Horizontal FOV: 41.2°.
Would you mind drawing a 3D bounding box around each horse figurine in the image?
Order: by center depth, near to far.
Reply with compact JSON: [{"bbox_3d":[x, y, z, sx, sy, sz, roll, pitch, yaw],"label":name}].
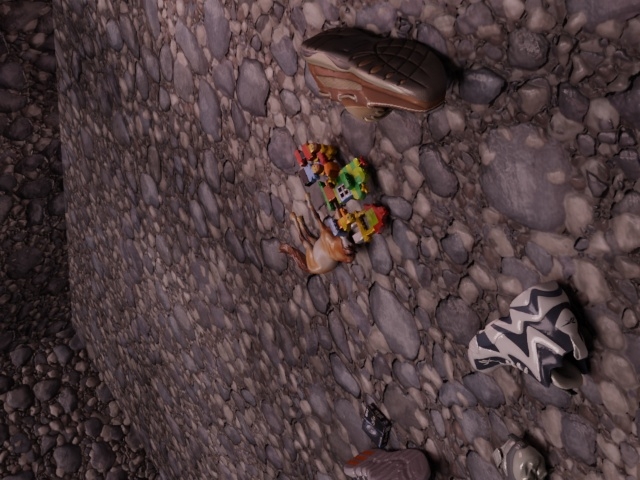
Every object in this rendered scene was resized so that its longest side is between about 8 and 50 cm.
[{"bbox_3d":[0.000,0.000,1.713,0.174,0.066,0.263,66,149,15],"label":"horse figurine"}]

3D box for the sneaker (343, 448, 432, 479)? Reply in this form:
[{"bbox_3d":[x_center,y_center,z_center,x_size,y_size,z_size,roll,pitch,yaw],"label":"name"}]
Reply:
[{"bbox_3d":[0.171,0.536,1.769,0.180,0.124,0.321,63,162,-1],"label":"sneaker"}]

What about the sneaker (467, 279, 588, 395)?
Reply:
[{"bbox_3d":[0.318,0.180,1.277,0.153,0.094,0.235,63,142,25],"label":"sneaker"}]

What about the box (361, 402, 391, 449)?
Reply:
[{"bbox_3d":[0.120,0.400,1.837,0.067,0.018,0.083,45,144,33],"label":"box"}]

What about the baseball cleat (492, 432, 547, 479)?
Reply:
[{"bbox_3d":[0.341,0.420,1.454,0.109,0.072,0.206,-134,37,-57],"label":"baseball cleat"}]

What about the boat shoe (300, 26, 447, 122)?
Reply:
[{"bbox_3d":[0.089,-0.251,1.352,0.324,0.123,0.116,38,147,51],"label":"boat shoe"}]

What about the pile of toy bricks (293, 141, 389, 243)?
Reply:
[{"bbox_3d":[0.047,-0.108,1.540,0.105,0.118,0.212,-36,66,28],"label":"pile of toy bricks"}]
